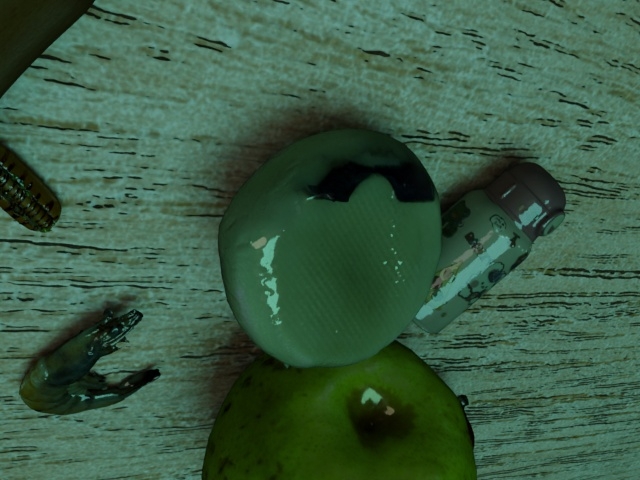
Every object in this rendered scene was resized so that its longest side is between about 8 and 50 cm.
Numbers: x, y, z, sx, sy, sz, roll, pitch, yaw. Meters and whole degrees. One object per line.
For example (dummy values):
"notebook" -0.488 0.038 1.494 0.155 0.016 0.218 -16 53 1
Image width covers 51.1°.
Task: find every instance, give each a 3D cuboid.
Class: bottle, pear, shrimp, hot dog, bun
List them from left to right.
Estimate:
"hot dog" -0.306 -0.050 0.671 0.049 0.037 0.122 -33 134 1
"shrimp" -0.278 0.162 0.855 0.217 0.051 0.150 -38 136 20
"bun" 0.000 0.000 0.765 0.283 0.179 0.284 -15 118 -31
"pear" 0.017 0.320 0.900 0.390 0.391 0.391 -12 131 -14
"bottle" 0.206 0.003 0.881 0.253 0.120 0.120 -42 131 14

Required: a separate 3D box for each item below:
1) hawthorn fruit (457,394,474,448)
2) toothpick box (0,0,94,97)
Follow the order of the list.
"hawthorn fruit" 0.180 0.324 1.109 0.188 0.169 0.169 -44 131 10
"toothpick box" -0.296 -0.141 0.507 0.192 0.192 0.294 31 105 -38
